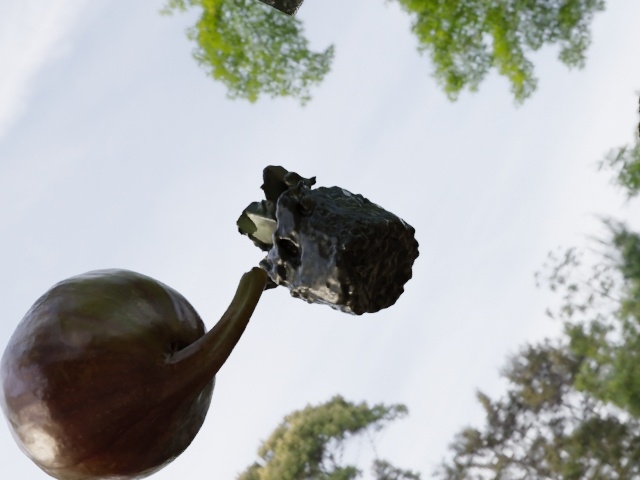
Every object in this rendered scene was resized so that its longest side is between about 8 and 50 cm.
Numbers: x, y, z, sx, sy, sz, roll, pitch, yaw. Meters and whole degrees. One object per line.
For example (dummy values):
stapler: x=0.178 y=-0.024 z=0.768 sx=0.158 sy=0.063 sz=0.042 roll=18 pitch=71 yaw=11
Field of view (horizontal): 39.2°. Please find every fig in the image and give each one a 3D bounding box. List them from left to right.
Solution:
fig: x=-0.142 y=0.104 z=0.690 sx=0.175 sy=0.207 sz=0.175 roll=6 pitch=-97 yaw=-51

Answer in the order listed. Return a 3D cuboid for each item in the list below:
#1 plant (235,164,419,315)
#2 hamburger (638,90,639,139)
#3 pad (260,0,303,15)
plant: x=0.000 y=0.000 z=0.978 sx=0.131 sy=0.203 sz=0.143 roll=-6 pitch=-74 yaw=-40
hamburger: x=0.502 y=-0.114 z=1.204 sx=0.124 sy=0.130 sz=0.262 roll=-58 pitch=-41 yaw=-29
pad: x=-0.095 y=-0.286 z=0.868 sx=0.116 sy=0.193 sz=0.004 roll=137 pitch=154 yaw=-64
